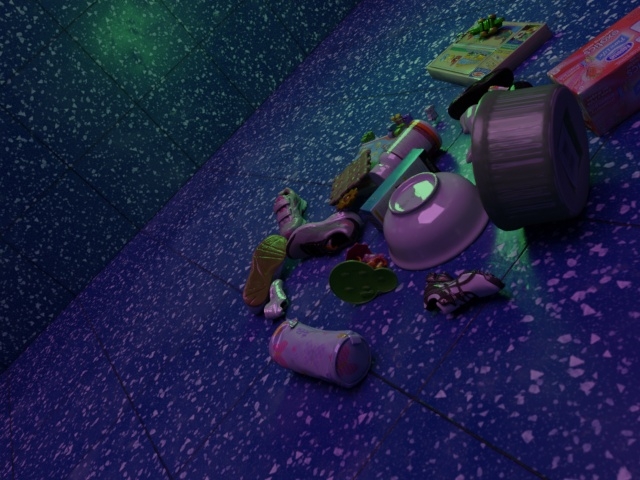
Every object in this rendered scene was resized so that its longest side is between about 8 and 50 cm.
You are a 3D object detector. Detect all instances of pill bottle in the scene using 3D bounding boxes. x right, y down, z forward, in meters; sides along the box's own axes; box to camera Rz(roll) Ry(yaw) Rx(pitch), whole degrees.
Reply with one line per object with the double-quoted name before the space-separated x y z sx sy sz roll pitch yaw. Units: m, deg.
"pill bottle" 0.254 -0.248 1.727 0.221 0.121 0.121 -48 27 -10

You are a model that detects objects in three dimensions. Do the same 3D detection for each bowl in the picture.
"bowl" 0.266 -0.078 1.452 0.298 0.134 0.297 -32 28 19

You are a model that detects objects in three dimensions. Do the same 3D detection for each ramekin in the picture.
"ramekin" 0.445 -0.174 1.188 0.148 0.303 0.303 -4 45 40

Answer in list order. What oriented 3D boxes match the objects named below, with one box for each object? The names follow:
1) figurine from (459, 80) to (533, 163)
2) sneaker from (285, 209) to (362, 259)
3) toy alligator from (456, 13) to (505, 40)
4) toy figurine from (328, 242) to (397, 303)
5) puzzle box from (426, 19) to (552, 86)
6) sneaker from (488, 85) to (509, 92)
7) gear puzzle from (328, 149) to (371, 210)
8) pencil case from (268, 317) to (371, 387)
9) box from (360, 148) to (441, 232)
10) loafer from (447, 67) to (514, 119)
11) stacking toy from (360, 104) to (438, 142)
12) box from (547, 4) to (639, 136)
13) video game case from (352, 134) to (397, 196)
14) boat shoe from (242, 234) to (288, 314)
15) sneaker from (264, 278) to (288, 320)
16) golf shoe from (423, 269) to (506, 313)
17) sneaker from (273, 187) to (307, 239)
"figurine" 0.484 -0.306 1.554 0.215 0.092 0.209 -24 36 33
"sneaker" 0.000 0.000 1.734 0.272 0.100 0.108 -24 37 31
"toy alligator" 0.563 -0.733 1.991 0.051 0.056 0.190 -9 1 -40
"toy figurine" 0.119 0.064 1.488 0.173 0.130 0.159 -7 28 16
"puzzle box" 0.559 -0.644 1.975 0.272 0.052 0.409 -42 27 2
"sneaker" 0.543 -0.404 1.661 0.161 0.057 0.075 20 90 54
"gear puzzle" 0.103 -0.176 1.804 0.175 0.044 0.339 -40 16 21
"pencil case" -0.005 0.258 1.342 0.273 0.114 0.124 2 72 53
"box" 0.229 -0.141 1.627 0.244 0.100 0.060 -48 27 -12
"loafer" 0.489 -0.448 1.771 0.220 0.080 0.078 -33 18 8
"stacking toy" 0.261 -0.372 1.886 0.221 0.052 0.167 -36 20 -34
"box" 0.708 -0.402 1.315 0.300 0.142 0.154 -36 33 12
"video game case" 0.173 -0.254 1.950 0.204 0.025 0.285 -13 39 44
"boat shoe" -0.175 0.106 1.808 0.098 0.096 0.277 15 55 9
"sneaker" -0.121 0.174 1.700 0.061 0.053 0.152 -13 39 19
"golf shoe" 0.298 0.115 1.209 0.198 0.077 0.093 -12 50 55
"sneaker" -0.118 -0.095 2.008 0.103 0.111 0.252 -33 29 18
